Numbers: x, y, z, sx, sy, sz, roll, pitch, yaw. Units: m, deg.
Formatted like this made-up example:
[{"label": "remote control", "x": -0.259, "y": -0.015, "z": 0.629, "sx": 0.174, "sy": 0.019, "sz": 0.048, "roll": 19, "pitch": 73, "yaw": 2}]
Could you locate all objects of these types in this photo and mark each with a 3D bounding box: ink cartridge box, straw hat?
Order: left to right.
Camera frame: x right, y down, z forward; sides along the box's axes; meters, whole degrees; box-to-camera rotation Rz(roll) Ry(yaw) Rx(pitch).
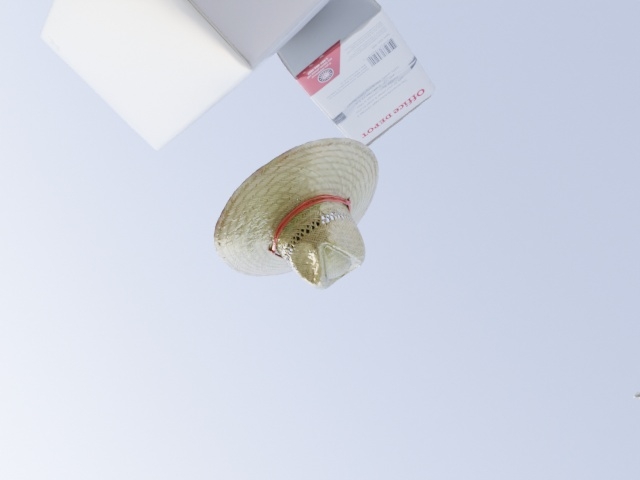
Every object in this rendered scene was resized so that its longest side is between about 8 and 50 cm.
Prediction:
[{"label": "straw hat", "x": 0.000, "y": 0.000, "z": 0.580, "sx": 0.144, "sy": 0.145, "sz": 0.061, "roll": -49, "pitch": -124, "yaw": 25}, {"label": "ink cartridge box", "x": 0.035, "y": -0.162, "z": 0.768, "sx": 0.099, "sy": 0.135, "sz": 0.056, "roll": -38, "pitch": -126, "yaw": 9}]

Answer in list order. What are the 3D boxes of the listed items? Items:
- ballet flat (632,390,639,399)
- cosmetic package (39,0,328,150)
[{"label": "ballet flat", "x": 0.154, "y": 0.008, "z": 0.271, "sx": 0.077, "sy": 0.241, "sz": 0.091, "roll": 24, "pitch": -64, "yaw": 18}, {"label": "cosmetic package", "x": -0.066, "y": -0.207, "z": 0.604, "sx": 0.138, "sy": 0.224, "sz": 0.224, "roll": 47, "pitch": -24, "yaw": -13}]
